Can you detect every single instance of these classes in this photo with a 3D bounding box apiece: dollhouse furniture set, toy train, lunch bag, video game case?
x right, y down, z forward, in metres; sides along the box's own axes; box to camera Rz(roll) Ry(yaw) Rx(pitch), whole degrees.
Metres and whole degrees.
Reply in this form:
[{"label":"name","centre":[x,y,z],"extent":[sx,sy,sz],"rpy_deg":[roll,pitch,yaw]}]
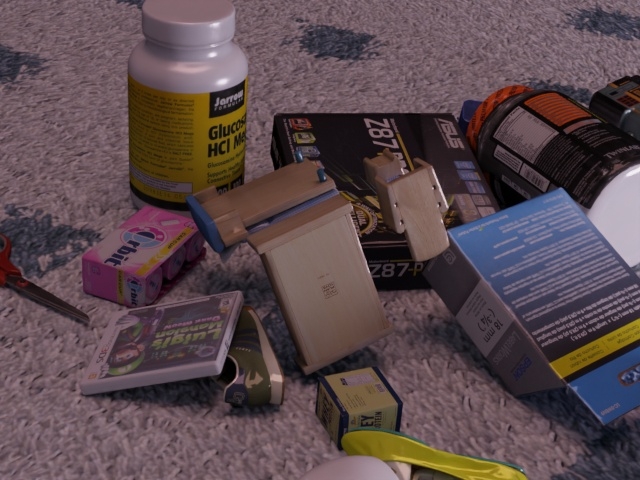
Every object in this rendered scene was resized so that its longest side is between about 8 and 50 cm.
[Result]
[{"label":"dollhouse furniture set","centre":[0.000,0.000,1.786],"extent":[0.286,0.198,0.303],"rpy_deg":[-25,25,-12]},{"label":"toy train","centre":[0.641,-0.199,2.301],"extent":[0.190,0.142,0.334],"rpy_deg":[-25,42,-21]},{"label":"lunch bag","centre":[0.294,-0.210,2.333],"extent":[0.098,0.065,0.067],"rpy_deg":[8,46,4]},{"label":"video game case","centre":[-0.206,0.132,1.681],"extent":[0.190,0.022,0.173],"rpy_deg":[-10,29,14]}]

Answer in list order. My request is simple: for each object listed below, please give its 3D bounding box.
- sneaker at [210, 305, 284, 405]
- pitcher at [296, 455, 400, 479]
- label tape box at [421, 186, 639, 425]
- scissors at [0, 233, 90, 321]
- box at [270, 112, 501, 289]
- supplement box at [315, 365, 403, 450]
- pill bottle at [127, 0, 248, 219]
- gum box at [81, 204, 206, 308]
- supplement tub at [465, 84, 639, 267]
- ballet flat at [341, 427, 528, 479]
[{"label":"sneaker","centre":[-0.113,0.150,1.676],"extent":[0.086,0.064,0.192],"rpy_deg":[-4,33,-19]},{"label":"pitcher","centre":[0.008,0.335,1.349],"extent":[0.207,0.125,0.178],"rpy_deg":[-28,63,-26]},{"label":"label tape box","centre":[0.332,0.105,1.737],"extent":[0.240,0.106,0.333],"rpy_deg":[-19,62,-34]},{"label":"scissors","centre":[-0.448,0.063,1.834],"extent":[0.109,0.021,0.297],"rpy_deg":[-17,38,-36]},{"label":"box","centre":[0.101,-0.070,2.028],"extent":[0.318,0.097,0.395],"rpy_deg":[0,35,-10]},{"label":"supplement box","centre":[0.047,0.210,1.604],"extent":[0.083,0.056,0.083],"rpy_deg":[-9,33,-21]},{"label":"pill bottle","centre":[-0.209,-0.210,2.008],"extent":[0.188,0.334,0.188],"rpy_deg":[3,31,-2]},{"label":"gum box","centre":[-0.254,0.021,1.878],"extent":[0.107,0.062,0.188],"rpy_deg":[16,33,19]},{"label":"supplement tub","centre":[0.391,-0.110,2.037],"extent":[0.207,0.207,0.338],"rpy_deg":[-12,34,-25]},{"label":"ballet flat","centre":[0.128,0.279,1.489],"extent":[0.231,0.077,0.077],"rpy_deg":[13,48,10]}]
